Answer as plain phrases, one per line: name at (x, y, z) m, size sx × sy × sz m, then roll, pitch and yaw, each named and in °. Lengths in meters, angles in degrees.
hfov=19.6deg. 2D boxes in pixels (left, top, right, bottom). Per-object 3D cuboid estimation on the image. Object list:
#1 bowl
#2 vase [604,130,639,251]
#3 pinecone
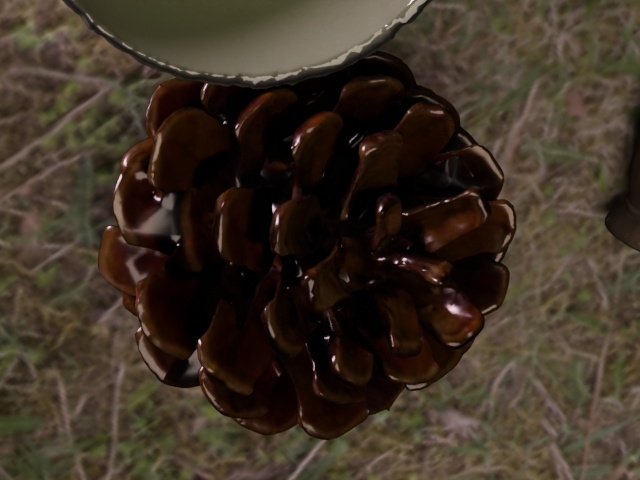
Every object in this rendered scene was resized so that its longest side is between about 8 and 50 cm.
bowl at (-0.036, -0.185, 0.828) m, size 0.211 × 0.112 × 0.211 m, roll -6°, pitch 119°, yaw -10°
vase at (0.191, -0.042, 0.988) m, size 0.053 × 0.053 × 0.101 m, roll 13°, pitch 118°, yaw -18°
pinecone at (0.000, 0.000, 0.890) m, size 0.207 × 0.208 × 0.208 m, roll -5°, pitch 119°, yaw -9°
